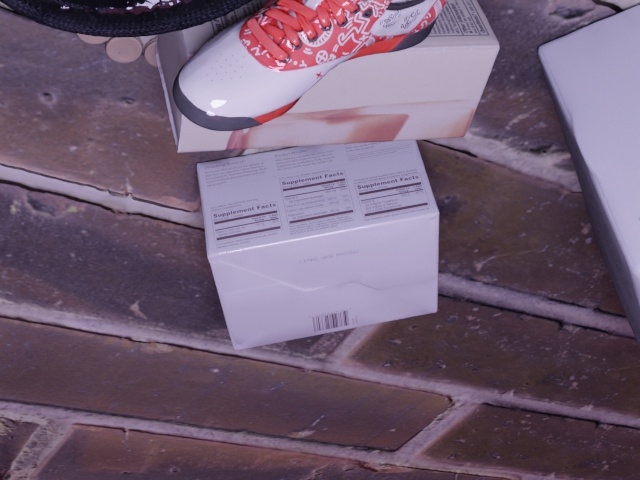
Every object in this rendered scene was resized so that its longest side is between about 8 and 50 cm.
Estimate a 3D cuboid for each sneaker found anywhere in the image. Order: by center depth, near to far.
[{"bbox_3d":[0.003,-0.194,0.826,0.270,0.090,0.145,-28,159,-28],"label":"sneaker"}]

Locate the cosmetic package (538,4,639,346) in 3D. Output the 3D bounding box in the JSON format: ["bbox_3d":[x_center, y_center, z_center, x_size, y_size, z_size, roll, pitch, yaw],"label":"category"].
[{"bbox_3d":[0.481,-0.050,1.172,0.327,0.329,0.393,-21,143,12],"label":"cosmetic package"}]

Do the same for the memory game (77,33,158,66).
[{"bbox_3d":[-0.159,-0.240,1.003,0.186,0.012,0.186,-8,143,-6],"label":"memory game"}]

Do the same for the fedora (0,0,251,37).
[{"bbox_3d":[-0.138,-0.318,0.788,0.334,0.152,0.334,-13,142,-11],"label":"fedora"}]

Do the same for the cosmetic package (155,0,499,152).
[{"bbox_3d":[-0.001,-0.183,0.996,0.296,0.153,0.129,-3,141,-16],"label":"cosmetic package"}]

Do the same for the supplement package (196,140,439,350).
[{"bbox_3d":[0.000,0.000,1.249,0.262,0.145,0.204,-10,142,-2],"label":"supplement package"}]
